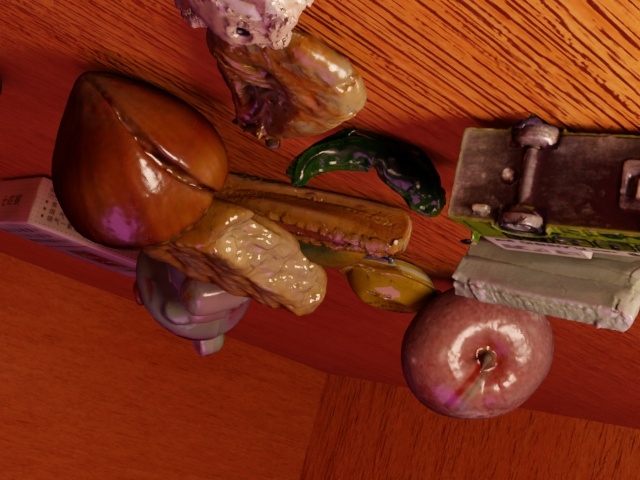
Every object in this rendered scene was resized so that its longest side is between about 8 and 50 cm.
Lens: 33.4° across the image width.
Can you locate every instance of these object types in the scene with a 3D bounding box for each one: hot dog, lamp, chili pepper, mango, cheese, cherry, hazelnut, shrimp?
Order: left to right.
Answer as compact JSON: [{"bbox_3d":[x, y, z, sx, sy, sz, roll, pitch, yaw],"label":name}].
[{"bbox_3d":[-0.212,-0.095,1.175,0.208,0.208,0.208,15,168,3],"label":"hazelnut"},{"bbox_3d":[-0.174,0.037,1.723,0.247,0.247,0.301,-22,171,-25],"label":"lamp"},{"bbox_3d":[-0.048,-0.144,1.009,0.154,0.062,0.294,30,163,-8],"label":"shrimp"},{"bbox_3d":[-0.018,-0.031,1.416,0.289,0.083,0.068,13,136,19],"label":"hot dog"},{"bbox_3d":[0.001,0.001,1.532,0.191,0.086,0.122,6,162,42],"label":"mango"},{"bbox_3d":[0.055,-0.076,1.135,0.182,0.073,0.050,13,-168,-15],"label":"chili pepper"},{"bbox_3d":[0.104,0.060,1.711,0.177,0.069,0.270,9,164,26],"label":"cheese"},{"bbox_3d":[0.243,0.168,1.659,0.236,0.213,0.285,-2,-178,7],"label":"cherry"}]

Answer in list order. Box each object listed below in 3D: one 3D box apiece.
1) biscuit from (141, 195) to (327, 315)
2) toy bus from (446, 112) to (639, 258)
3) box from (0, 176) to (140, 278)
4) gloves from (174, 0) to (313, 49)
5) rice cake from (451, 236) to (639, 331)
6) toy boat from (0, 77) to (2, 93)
[{"bbox_3d":[-0.124,0.007,1.369,0.213,0.091,0.274,14,167,28],"label":"biscuit"},{"bbox_3d":[0.277,-0.035,0.965,0.301,0.113,0.139,7,169,31],"label":"toy bus"},{"bbox_3d":[-0.428,-0.016,1.991,0.330,0.095,0.210,26,165,-35],"label":"box"},{"bbox_3d":[-0.057,-0.185,0.750,0.110,0.094,0.144,30,173,-11],"label":"gloves"},{"bbox_3d":[0.249,0.012,1.089,0.198,0.189,0.037,5,130,33],"label":"rice cake"},{"bbox_3d":[-0.531,-0.186,1.213,0.331,0.145,0.133,16,170,-30],"label":"toy boat"}]
